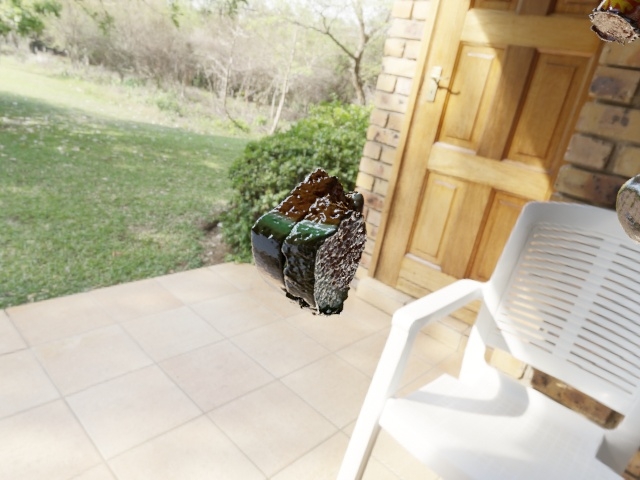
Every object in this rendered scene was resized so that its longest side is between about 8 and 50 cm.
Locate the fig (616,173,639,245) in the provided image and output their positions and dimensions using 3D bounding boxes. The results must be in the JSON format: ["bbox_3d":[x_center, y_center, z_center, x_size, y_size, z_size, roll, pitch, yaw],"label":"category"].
[{"bbox_3d":[0.531,-0.038,0.656,0.166,0.154,0.144,20,56,-29],"label":"fig"}]

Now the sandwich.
[{"bbox_3d":[-0.006,0.007,0.671,0.109,0.212,0.292,22,-1,16],"label":"sandwich"}]

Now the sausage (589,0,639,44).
[{"bbox_3d":[0.306,-0.247,0.403,0.048,0.145,0.050,37,4,-14],"label":"sausage"}]
